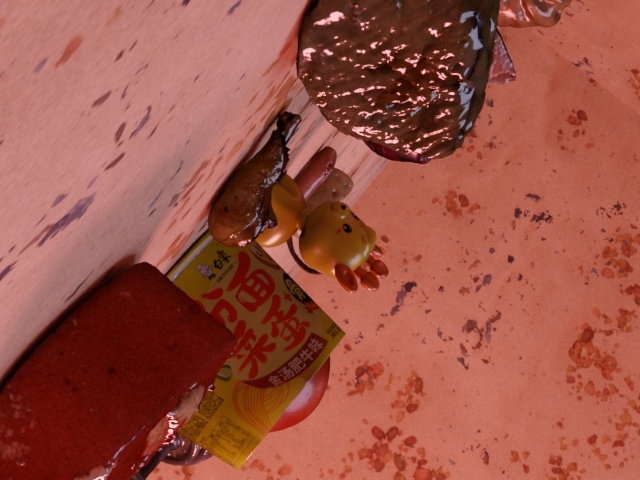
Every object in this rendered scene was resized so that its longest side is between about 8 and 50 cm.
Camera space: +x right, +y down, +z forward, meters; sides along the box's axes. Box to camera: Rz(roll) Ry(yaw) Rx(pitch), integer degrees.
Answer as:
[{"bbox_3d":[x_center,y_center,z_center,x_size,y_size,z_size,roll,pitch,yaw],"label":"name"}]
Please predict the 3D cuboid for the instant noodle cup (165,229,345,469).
[{"bbox_3d":[-0.120,0.143,1.693,0.311,0.221,0.311,-51,178,-3],"label":"instant noodle cup"}]

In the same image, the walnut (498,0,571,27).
[{"bbox_3d":[0.287,-0.393,1.799,0.213,0.213,0.213,-51,177,-4],"label":"walnut"}]

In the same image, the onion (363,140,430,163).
[{"bbox_3d":[0.121,-0.226,1.833,0.195,0.139,0.218,-54,154,-32],"label":"onion"}]

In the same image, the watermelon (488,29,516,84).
[{"bbox_3d":[0.144,-0.270,1.551,0.207,0.202,0.136,-51,-143,38],"label":"watermelon"}]

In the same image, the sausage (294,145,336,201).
[{"bbox_3d":[-0.034,-0.078,2.078,0.186,0.043,0.043,-51,177,-8],"label":"sausage"}]

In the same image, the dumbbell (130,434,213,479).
[{"bbox_3d":[-0.306,0.386,2.224,0.179,0.179,0.406,-54,177,34],"label":"dumbbell"}]

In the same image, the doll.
[{"bbox_3d":[0.000,0.000,1.856,0.135,0.221,0.143,-58,178,29],"label":"doll"}]

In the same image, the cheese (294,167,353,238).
[{"bbox_3d":[-0.001,-0.070,2.421,0.194,0.065,0.043,-47,168,-43],"label":"cheese"}]

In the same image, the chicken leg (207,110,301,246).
[{"bbox_3d":[-0.068,-0.070,1.484,0.093,0.070,0.178,7,112,-57],"label":"chicken leg"}]

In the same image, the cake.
[{"bbox_3d":[-0.200,0.147,1.232,0.283,0.151,0.177,-43,176,-41],"label":"cake"}]

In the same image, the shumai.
[{"bbox_3d":[0.089,-0.228,1.258,0.256,0.189,0.218,97,10,-54],"label":"shumai"}]

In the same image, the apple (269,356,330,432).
[{"bbox_3d":[-0.113,0.197,2.156,0.216,0.260,0.260,-9,144,-46],"label":"apple"}]
